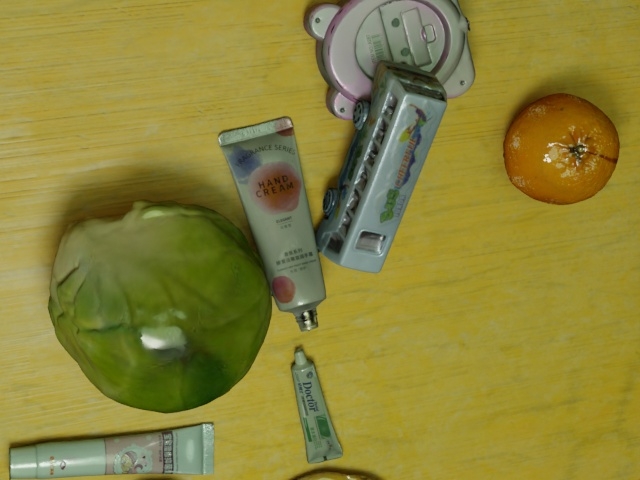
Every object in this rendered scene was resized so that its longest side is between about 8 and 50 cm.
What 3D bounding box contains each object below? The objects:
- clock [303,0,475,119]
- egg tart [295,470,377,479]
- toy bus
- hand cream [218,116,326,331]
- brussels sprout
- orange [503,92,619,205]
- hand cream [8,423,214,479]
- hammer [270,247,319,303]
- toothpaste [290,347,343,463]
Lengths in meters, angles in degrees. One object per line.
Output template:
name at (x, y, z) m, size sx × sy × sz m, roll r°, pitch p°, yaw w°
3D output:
clock at (0.110, -0.311, 1.691) m, size 0.247 × 0.090 × 0.228 m, roll -19°, pitch 107°, yaw -9°
egg tart at (0.028, 0.534, 1.856) m, size 0.288 × 0.118 × 0.288 m, roll -2°, pitch 102°, yaw -11°
toy bus at (0.093, -0.103, 1.654) m, size 0.109 × 0.136 × 0.330 m, roll 10°, pitch 116°, yaw -21°
hand cream at (-0.060, -0.020, 1.701) m, size 0.124 × 0.078 × 0.341 m, roll -16°, pitch 92°, yaw -12°
brussels sprout at (-0.243, 0.098, 1.609) m, size 0.344 × 0.268 × 0.344 m, roll 2°, pitch 80°, yaw -11°
orange at (0.401, -0.149, 1.772) m, size 0.193 × 0.161 × 0.193 m, roll -5°, pitch 109°, yaw -15°
hand cream at (-0.337, 0.351, 1.743) m, size 0.331 × 0.058 × 0.085 m, roll 0°, pitch 86°, yaw -21°
hammer at (0.000, 0.000, 1.766) m, size 0.246 × 0.029 × 0.103 m, roll -39°, pitch 110°, yaw -6°
toothpaste at (-0.013, 0.284, 1.823) m, size 0.064 × 0.041 × 0.218 m, roll -13°, pitch 109°, yaw 0°
